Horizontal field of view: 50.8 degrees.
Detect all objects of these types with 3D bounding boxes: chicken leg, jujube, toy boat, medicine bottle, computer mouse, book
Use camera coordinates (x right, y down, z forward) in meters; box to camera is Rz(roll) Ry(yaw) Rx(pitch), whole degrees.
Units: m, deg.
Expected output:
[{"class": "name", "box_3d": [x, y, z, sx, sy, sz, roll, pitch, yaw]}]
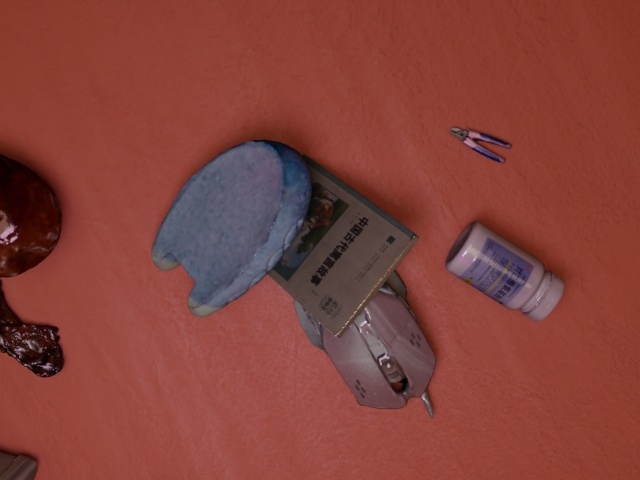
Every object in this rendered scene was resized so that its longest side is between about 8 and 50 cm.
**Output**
[{"class": "chicken leg", "box_3d": [-0.541, 0.163, 1.213, 0.205, 0.053, 0.093, 43, 68, -7]}, {"class": "jujube", "box_3d": [-0.563, -0.059, 1.148, 0.255, 0.190, 0.190, 42, 92, 8]}, {"class": "toy boat", "box_3d": [-0.139, -0.026, 1.161, 0.215, 0.123, 0.330, 45, 105, 28]}, {"class": "medicine bottle", "box_3d": [0.319, 0.055, 1.171, 0.187, 0.103, 0.102, 33, 92, 0]}, {"class": "computer mouse", "box_3d": [0.083, 0.162, 1.174, 0.199, 0.115, 0.389, -33, 90, 5]}, {"class": "book", "box_3d": [0.000, 0.000, 1.144, 0.283, 0.025, 0.215, 37, 89, 32]}]

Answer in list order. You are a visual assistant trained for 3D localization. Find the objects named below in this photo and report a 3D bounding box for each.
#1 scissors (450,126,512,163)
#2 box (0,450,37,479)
[{"class": "scissors", "box_3d": [0.286, -0.177, 1.210, 0.113, 0.012, 0.039, 25, 92, 0]}, {"class": "box", "box_3d": [-0.722, 0.505, 1.152, 0.344, 0.177, 0.351, 20, 92, -3]}]
